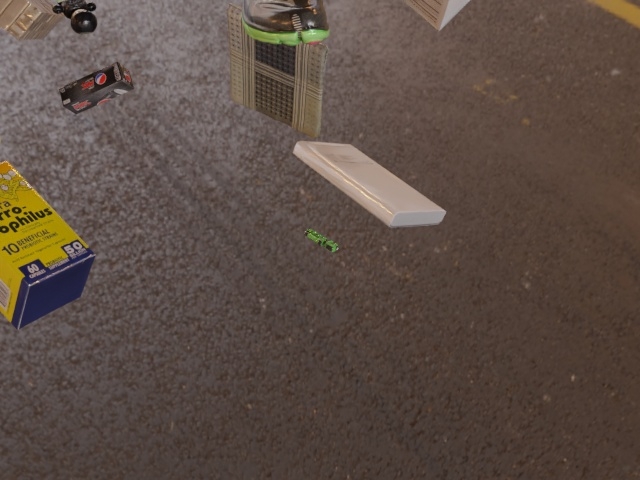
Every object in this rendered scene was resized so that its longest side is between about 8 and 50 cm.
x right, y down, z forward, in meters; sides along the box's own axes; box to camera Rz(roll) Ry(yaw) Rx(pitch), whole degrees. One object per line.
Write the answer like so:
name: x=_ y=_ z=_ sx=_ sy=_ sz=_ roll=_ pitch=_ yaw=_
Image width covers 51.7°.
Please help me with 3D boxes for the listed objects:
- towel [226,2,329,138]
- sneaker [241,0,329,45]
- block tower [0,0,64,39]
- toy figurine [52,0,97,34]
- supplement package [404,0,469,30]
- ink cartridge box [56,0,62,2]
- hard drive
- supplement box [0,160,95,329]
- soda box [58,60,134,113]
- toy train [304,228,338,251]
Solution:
towel: x=-0.119 y=-0.461 z=1.817 sx=0.312 sy=0.324 sz=0.056 roll=27 pitch=55 yaw=14
sneaker: x=-0.082 y=-0.577 z=1.384 sx=0.185 sy=0.202 sz=0.483 roll=-5 pitch=51 yaw=-8
block tower: x=-0.733 y=-0.568 z=1.657 sx=0.097 sy=0.091 sz=0.335 roll=-45 pitch=19 yaw=6
toy figurine: x=-0.528 y=-0.590 z=1.455 sx=0.213 sy=0.209 sz=0.148 roll=-35 pitch=64 yaw=2
supplement package: x=0.220 y=-0.554 z=1.152 sx=0.198 sy=0.263 sz=0.199 roll=43 pitch=83 yaw=8
ink cartridge box: x=-0.292 y=-0.412 z=0.792 sx=0.235 sy=0.171 sz=0.056 roll=-13 pitch=34 yaw=33
hard drive: x=0.124 y=-0.148 z=1.685 sx=0.353 sy=0.047 sz=0.233 roll=40 pitch=27 yaw=32
supplement box: x=-0.771 y=0.007 z=1.652 sx=0.356 sy=0.195 sz=0.194 roll=43 pitch=41 yaw=11
soda box: x=-0.547 y=-0.371 z=1.612 sx=0.169 sy=0.060 sz=0.053 roll=-21 pitch=76 yaw=9
toy train: x=0.000 y=0.000 z=1.370 sx=0.083 sy=0.017 sz=0.023 roll=30 pitch=29 yaw=25
